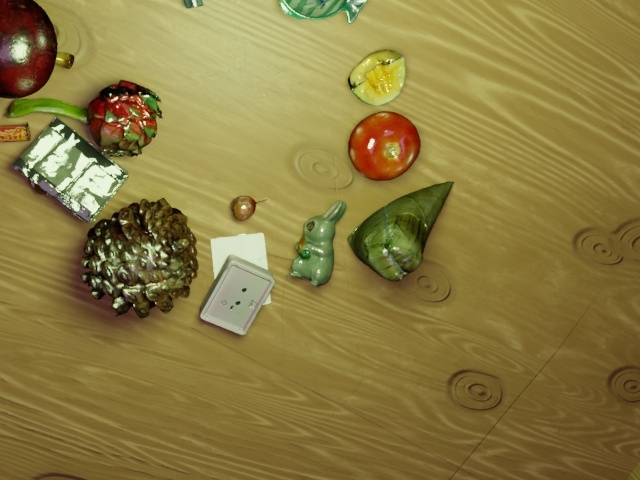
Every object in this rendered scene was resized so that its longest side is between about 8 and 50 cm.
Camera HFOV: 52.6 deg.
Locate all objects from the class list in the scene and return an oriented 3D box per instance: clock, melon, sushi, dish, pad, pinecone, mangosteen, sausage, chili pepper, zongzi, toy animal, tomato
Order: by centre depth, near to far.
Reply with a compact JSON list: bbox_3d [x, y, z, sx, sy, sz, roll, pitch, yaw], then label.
[{"bbox_3d":[-0.686,-0.438,1.483,0.261,0.236,0.235,-2,119,-59],"label":"mangosteen"},{"bbox_3d":[-0.792,-0.264,1.593,0.146,0.048,0.050,-3,149,-9],"label":"sausage"},{"bbox_3d":[-0.668,-0.321,1.597,0.202,0.051,0.050,4,140,-14],"label":"chili pepper"},{"bbox_3d":[-0.005,-0.640,1.601,0.246,0.078,0.224,32,101,-20],"label":"dish"},{"bbox_3d":[-0.623,-0.177,1.640,0.233,0.022,0.174,42,73,-21],"label":"pad"},{"bbox_3d":[-0.682,-0.148,1.657,0.118,0.061,0.060,-12,105,-29],"label":"sushi"},{"bbox_3d":[-0.467,0.053,1.672,0.296,0.242,0.298,-16,92,-4],"label":"pinecone"},{"bbox_3d":[0.150,-0.427,1.721,0.160,0.079,0.128,-34,131,1],"label":"melon"},{"bbox_3d":[0.170,-0.255,1.751,0.195,0.136,0.195,-5,111,-13],"label":"tomato"},{"bbox_3d":[0.265,-0.044,1.759,0.361,0.323,0.160,-34,105,-2],"label":"zongzi"},{"bbox_3d":[-0.001,0.000,1.837,0.126,0.127,0.251,18,92,-6],"label":"toy animal"},{"bbox_3d":[-0.237,0.155,1.852,0.150,0.063,0.197,25,104,-19],"label":"clock"},{"bbox_3d":[-0.229,0.091,1.867,0.157,0.004,0.231,-8,112,-9],"label":"pad"}]

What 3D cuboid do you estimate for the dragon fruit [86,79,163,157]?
[{"bbox_3d":[-0.480,-0.296,1.583,0.182,0.182,0.188,22,86,-19],"label":"dragon fruit"}]

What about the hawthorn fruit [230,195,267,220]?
[{"bbox_3d":[-0.194,-0.095,1.774,0.103,0.067,0.066,-21,113,-6],"label":"hawthorn fruit"}]

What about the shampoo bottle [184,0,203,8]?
[{"bbox_3d":[-0.324,-0.662,1.532,0.072,0.072,0.214,-15,113,-6],"label":"shampoo bottle"}]
